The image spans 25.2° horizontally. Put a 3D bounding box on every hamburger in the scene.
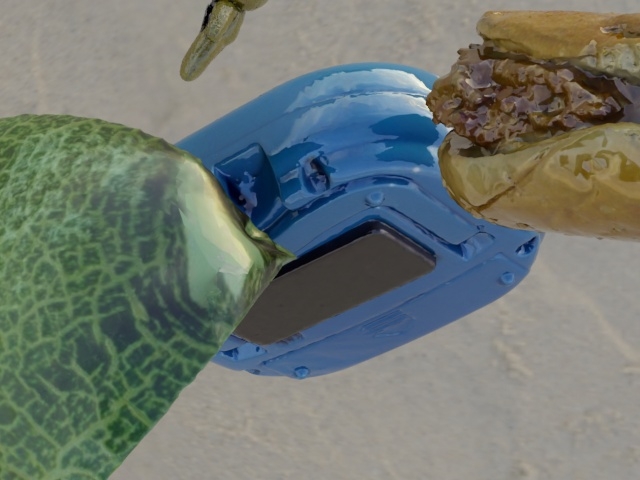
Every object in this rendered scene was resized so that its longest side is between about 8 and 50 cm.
[{"bbox_3d":[0.194,-0.074,0.885,0.245,0.282,0.155,0,98,-11],"label":"hamburger"}]

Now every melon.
[{"bbox_3d":[-0.187,0.062,0.934,0.226,0.343,0.331,10,53,-29],"label":"melon"}]

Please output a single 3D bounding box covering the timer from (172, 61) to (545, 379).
[{"bbox_3d":[0.000,0.000,1.160,0.309,0.340,0.115,31,41,-48],"label":"timer"}]

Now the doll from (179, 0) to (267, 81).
[{"bbox_3d":[-0.140,-0.316,1.954,0.097,0.137,0.209,36,102,3],"label":"doll"}]
